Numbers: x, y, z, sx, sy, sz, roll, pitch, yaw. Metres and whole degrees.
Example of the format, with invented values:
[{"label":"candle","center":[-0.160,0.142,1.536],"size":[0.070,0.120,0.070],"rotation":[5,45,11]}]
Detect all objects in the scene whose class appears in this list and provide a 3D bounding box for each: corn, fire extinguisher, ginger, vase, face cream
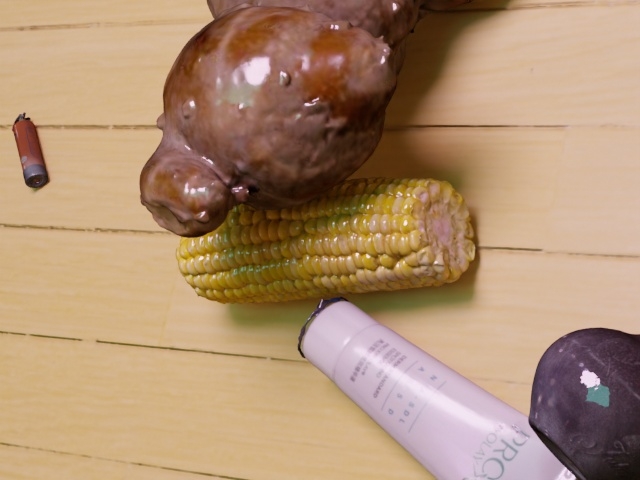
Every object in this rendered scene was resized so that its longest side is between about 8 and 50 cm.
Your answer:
[{"label":"corn","center":[0.000,0.000,1.466],"size":[0.244,0.093,0.093],"rotation":[-5,70,31]},{"label":"fire extinguisher","center":[-0.272,-0.086,1.751],"size":[0.028,0.022,0.083],"rotation":[-58,41,45]},{"label":"ginger","center":[-0.013,-0.148,1.436],"size":[0.256,0.176,0.375],"rotation":[-6,40,42]},{"label":"vase","center":[0.227,0.083,1.261],"size":[0.183,0.120,0.120],"rotation":[-44,50,-5]},{"label":"face cream","center":[0.082,0.127,1.382],"size":[0.243,0.058,0.092],"rotation":[36,91,34]}]
